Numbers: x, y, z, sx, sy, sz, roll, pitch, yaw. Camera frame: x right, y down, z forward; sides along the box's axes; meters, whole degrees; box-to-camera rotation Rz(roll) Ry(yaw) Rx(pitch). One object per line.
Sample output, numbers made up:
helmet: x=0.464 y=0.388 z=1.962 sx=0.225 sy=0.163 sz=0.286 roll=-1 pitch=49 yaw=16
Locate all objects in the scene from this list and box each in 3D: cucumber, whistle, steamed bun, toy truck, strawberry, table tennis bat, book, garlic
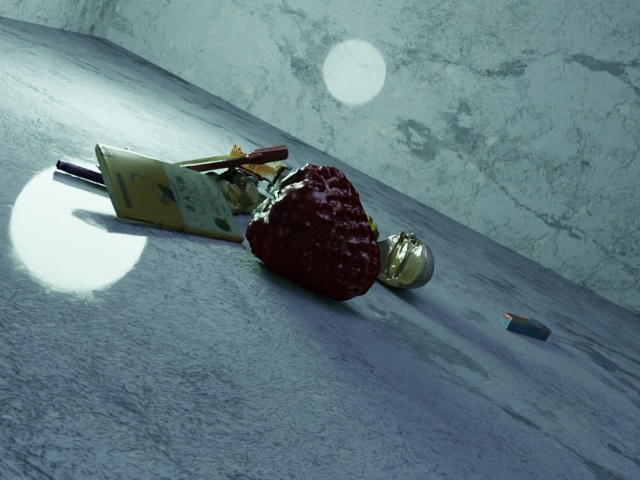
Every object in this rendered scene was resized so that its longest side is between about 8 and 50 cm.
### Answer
cucumber: x=-0.156 y=-0.118 z=2.287 sx=0.058 sy=0.058 sz=0.187 roll=33 pitch=16 yaw=23
whistle: x=-0.603 y=-0.173 z=1.791 sx=0.177 sy=0.033 sz=0.033 roll=19 pitch=17 yaw=-26
steamed bun: x=-0.288 y=-0.164 z=2.127 sx=0.192 sy=0.106 sz=0.177 roll=32 pitch=15 yaw=27
toy truck: x=-0.201 y=-0.235 z=2.421 sx=0.270 sy=0.135 sz=0.114 roll=27 pitch=4 yaw=2
strawberry: x=0.000 y=0.000 z=1.762 sx=0.345 sy=0.317 sz=0.295 roll=50 pitch=-8 yaw=21
table tennis bat: x=-0.301 y=-0.250 z=2.164 sx=0.415 sy=0.051 sz=0.268 roll=-12 pitch=12 yaw=-20
book: x=-0.397 y=-0.121 z=1.818 sx=0.389 sy=0.032 sz=0.269 roll=13 pitch=37 yaw=-45
garlic: x=0.274 y=0.077 z=2.130 sx=0.143 sy=0.178 sz=0.229 roll=33 pitch=-7 yaw=-36

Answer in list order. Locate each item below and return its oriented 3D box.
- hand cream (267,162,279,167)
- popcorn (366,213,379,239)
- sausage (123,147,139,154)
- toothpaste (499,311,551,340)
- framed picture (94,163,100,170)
hand cream: x=-0.181 y=-0.229 z=2.589 sx=0.084 sy=0.084 sz=0.203 roll=23 pitch=23 yaw=-11
popcorn: x=0.095 y=-0.027 z=2.208 sx=0.198 sy=0.155 sz=0.197 roll=26 pitch=4 yaw=-2
sausage: x=-0.531 y=-0.216 z=1.925 sx=0.065 sy=0.065 sz=0.169 roll=14 pitch=20 yaw=-36
toothpaste: x=0.695 y=0.290 z=2.334 sx=0.193 sy=0.044 sz=0.070 roll=18 pitch=16 yaw=-28
framed picture: x=-0.465 y=-0.145 z=1.949 sx=0.296 sy=0.019 sz=0.232 roll=30 pitch=15 yaw=17
